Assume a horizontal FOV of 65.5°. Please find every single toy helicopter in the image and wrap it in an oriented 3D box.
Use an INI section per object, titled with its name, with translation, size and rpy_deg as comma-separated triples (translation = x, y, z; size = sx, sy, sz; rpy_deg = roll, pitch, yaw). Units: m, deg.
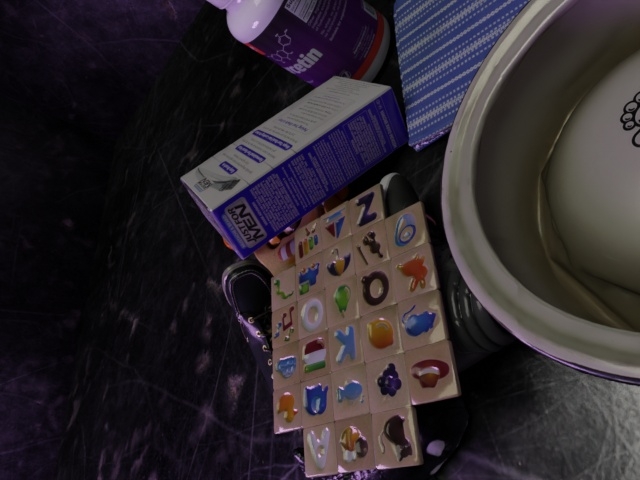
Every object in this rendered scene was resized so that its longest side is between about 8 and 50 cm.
[toy helicopter]
translation = 0.000, 0.000, 0.848
size = 0.235, 0.140, 0.355
rpy_deg = -52, 48, 9

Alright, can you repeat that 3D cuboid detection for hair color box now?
[hair color box]
translation = -0.045, -0.134, 0.823
size = 0.338, 0.110, 0.185
rpy_deg = -35, 34, -12

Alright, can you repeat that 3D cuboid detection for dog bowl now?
[dog bowl]
translation = 0.309, -0.076, 0.415
size = 0.408, 0.150, 0.408
rpy_deg = -29, 51, 44

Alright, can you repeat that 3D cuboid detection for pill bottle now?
[pill bottle]
translation = -0.039, -0.403, 0.898
size = 0.181, 0.322, 0.182
rpy_deg = -29, 51, 43

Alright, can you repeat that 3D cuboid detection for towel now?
[towel]
translation = 0.222, -0.326, 0.768
size = 0.243, 0.040, 0.336
rpy_deg = -26, 55, 43

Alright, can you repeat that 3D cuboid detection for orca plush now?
[orca plush]
translation = 0.047, 0.262, 0.636
size = 0.287, 0.102, 0.151
rpy_deg = -29, 51, 43

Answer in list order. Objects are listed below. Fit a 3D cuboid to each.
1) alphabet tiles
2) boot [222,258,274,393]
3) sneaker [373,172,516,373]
[alphabet tiles]
translation = 0.032, 0.106, 0.630
size = 0.285, 0.011, 0.343
rpy_deg = -29, 53, 37
[boot]
translation = -0.073, 0.156, 0.784
size = 0.085, 0.236, 0.179
rpy_deg = -24, 43, -9
[sneaker]
translation = 0.159, 0.019, 0.619
size = 0.146, 0.104, 0.296
rpy_deg = -31, 54, 37
